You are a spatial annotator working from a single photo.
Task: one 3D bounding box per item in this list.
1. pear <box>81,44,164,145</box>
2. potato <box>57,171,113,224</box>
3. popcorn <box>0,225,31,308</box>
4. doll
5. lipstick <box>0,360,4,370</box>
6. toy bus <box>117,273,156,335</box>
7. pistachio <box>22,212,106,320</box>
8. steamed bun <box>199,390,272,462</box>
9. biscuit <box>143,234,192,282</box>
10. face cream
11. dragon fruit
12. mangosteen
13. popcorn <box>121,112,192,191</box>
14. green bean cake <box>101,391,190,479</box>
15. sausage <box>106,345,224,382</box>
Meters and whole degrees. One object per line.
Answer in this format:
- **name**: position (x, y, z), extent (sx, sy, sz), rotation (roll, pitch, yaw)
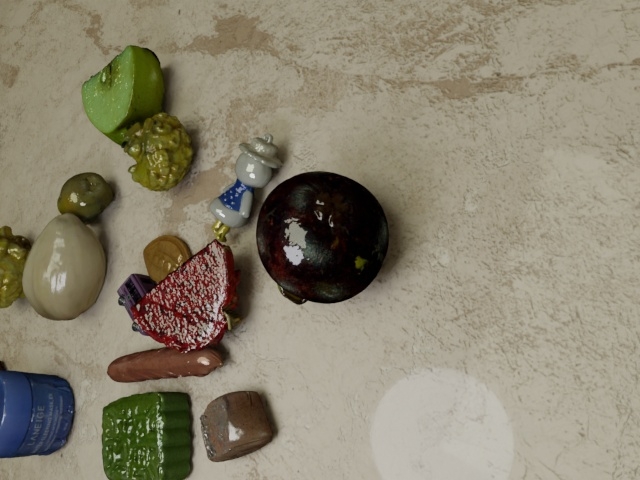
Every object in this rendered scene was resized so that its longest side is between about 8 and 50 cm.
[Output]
- **pear**: position (-0.557, -0.402, 1.791), extent (0.293, 0.159, 0.292), rotation (-7, 78, 38)
- **potato**: position (-0.730, -0.121, 1.875), extent (0.194, 0.157, 0.157), rotation (-49, 54, 45)
- **popcorn**: position (-1.082, 0.090, 2.038), extent (0.286, 0.215, 0.252), rotation (48, 115, 36)
- **doll**: position (-0.188, -0.133, 1.500), extent (0.293, 0.119, 0.138), rotation (-61, 38, 16)
- **lipstick**: position (-1.034, 0.535, 2.005), extent (0.057, 0.057, 0.356), rotation (-53, 56, 15)
- **toy bus**: position (-0.476, 0.176, 1.655), extent (0.098, 0.087, 0.178), rotation (-50, 56, 14)
- **pistachio**: position (-0.758, 0.080, 1.805), extent (0.208, 0.226, 0.331), rotation (-136, 58, -76)
- **steamed bun**: position (-0.204, 0.423, 1.395), extent (0.175, 0.106, 0.144), rotation (-37, 61, 27)
- **biscuit**: position (-0.419, 0.057, 1.674), extent (0.221, 0.029, 0.141), rotation (31, 99, 36)
- **face cream**: position (-0.890, 0.514, 1.801), extent (0.249, 0.225, 0.248), rotation (-11, 72, 36)
- **dragon fruit**: position (-0.282, 0.161, 1.495), extent (0.317, 0.152, 0.205), rotation (-35, 74, 18)
- **mangosteen**: position (0.000, 0.000, 1.249), extent (0.288, 0.288, 0.287), rotation (-8, 76, 35)
- **popcorn**: position (-0.448, -0.240, 1.667), extent (0.189, 0.169, 0.217), rotation (-4, 72, 34)
- **green bean cake**: position (-0.448, 0.501, 1.543), extent (0.248, 0.125, 0.222), rotation (-14, 73, 33)
- **sausage**: position (-0.408, 0.321, 1.578), extent (0.434, 0.088, 0.087), rotation (-13, 73, 33)
